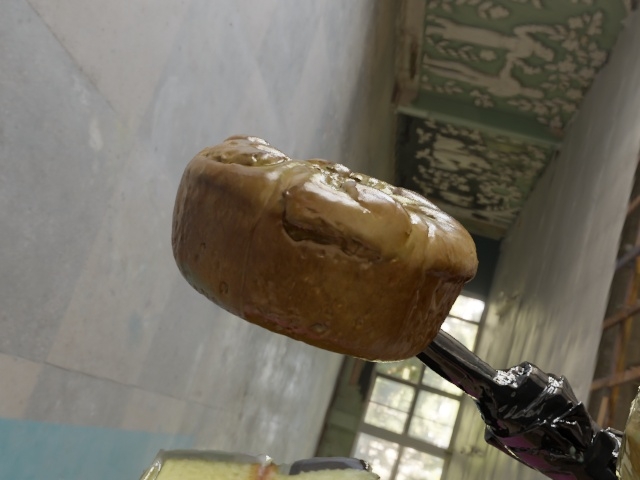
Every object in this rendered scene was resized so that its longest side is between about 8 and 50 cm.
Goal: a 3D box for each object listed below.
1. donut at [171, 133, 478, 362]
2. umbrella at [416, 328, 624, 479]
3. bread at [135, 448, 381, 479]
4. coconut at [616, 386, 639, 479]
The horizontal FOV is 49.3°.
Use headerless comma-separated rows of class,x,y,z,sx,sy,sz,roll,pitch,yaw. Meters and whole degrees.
donut,-0.001,0.000,0.511,0.226,0.226,0.114,-16,128,-78
umbrella,0.211,0.179,0.632,0.118,0.340,0.118,-52,-171,12
bread,-0.105,0.340,0.677,0.405,0.345,0.242,42,46,-70
coconut,0.349,0.143,0.400,0.360,0.346,0.347,-125,-149,-43
